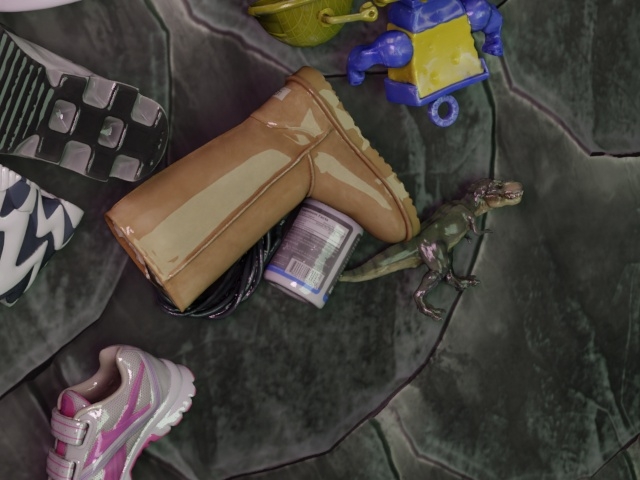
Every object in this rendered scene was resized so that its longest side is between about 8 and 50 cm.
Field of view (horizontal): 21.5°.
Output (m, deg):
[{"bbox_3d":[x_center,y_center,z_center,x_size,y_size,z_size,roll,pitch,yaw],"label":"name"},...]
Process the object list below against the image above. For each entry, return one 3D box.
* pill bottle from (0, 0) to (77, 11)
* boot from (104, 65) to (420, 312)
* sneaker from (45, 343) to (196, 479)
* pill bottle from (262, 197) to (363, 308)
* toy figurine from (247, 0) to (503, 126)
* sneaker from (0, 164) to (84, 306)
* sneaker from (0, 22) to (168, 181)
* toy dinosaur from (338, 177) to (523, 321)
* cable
[{"bbox_3d":[-0.274,-0.343,1.541,0.136,0.136,0.245,-21,114,-32],"label":"pill bottle"},{"bbox_3d":[-0.057,-0.020,1.771,0.269,0.089,0.236,-41,103,-16],"label":"boot"},{"bbox_3d":[-0.243,0.210,1.745,0.111,0.103,0.252,43,69,-32],"label":"sneaker"},{"bbox_3d":[0.000,0.000,1.878,0.078,0.078,0.137,35,80,-38],"label":"pill bottle"},{"bbox_3d":[0.116,-0.211,1.850,0.362,0.191,0.217,-26,121,-28],"label":"toy figurine"},{"bbox_3d":[-0.335,-0.003,1.593,0.153,0.094,0.235,-63,156,-3],"label":"sneaker"},{"bbox_3d":[-0.309,-0.142,1.559,0.330,0.146,0.122,25,90,-44],"label":"sneaker"},{"bbox_3d":[0.136,0.023,2.003,0.268,0.064,0.118,-31,112,-25],"label":"toy dinosaur"},{"bbox_3d":[-0.117,-0.001,1.810,0.184,0.047,0.150,-54,127,-12],"label":"cable"}]
